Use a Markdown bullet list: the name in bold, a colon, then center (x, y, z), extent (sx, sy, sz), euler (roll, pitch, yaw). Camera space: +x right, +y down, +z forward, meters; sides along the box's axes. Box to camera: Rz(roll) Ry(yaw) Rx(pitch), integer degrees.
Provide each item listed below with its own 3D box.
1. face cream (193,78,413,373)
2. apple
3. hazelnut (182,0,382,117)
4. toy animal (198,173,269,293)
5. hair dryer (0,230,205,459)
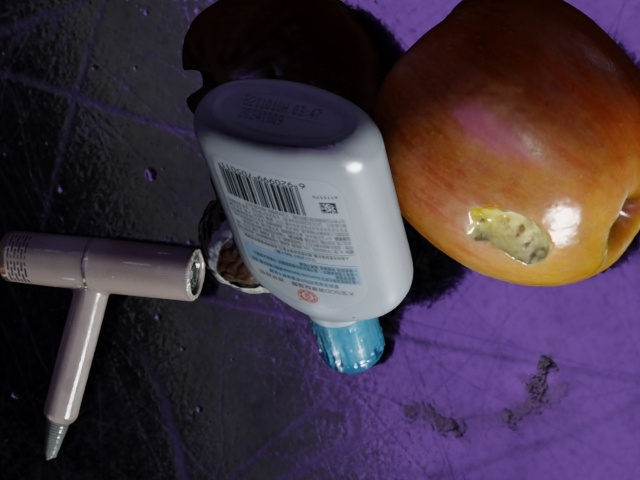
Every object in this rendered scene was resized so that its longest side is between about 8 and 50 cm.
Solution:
- **face cream**: center (0.000, 0.000, 1.534), extent (0.163, 0.336, 0.080), euler (13, 58, 23)
- **apple**: center (0.172, -0.082, 1.519), extent (0.241, 0.242, 0.242), euler (37, 100, 8)
- **hazelnut**: center (-0.033, -0.129, 1.609), extent (0.178, 0.178, 0.204), euler (-5, 92, 15)
- **toy animal**: center (-0.075, -0.014, 1.662), extent (0.098, 0.098, 0.137), euler (-33, 83, 14)
- **hair dryer**: center (-0.213, 0.107, 1.724), extent (0.195, 0.054, 0.220), euler (4, 93, 15)
